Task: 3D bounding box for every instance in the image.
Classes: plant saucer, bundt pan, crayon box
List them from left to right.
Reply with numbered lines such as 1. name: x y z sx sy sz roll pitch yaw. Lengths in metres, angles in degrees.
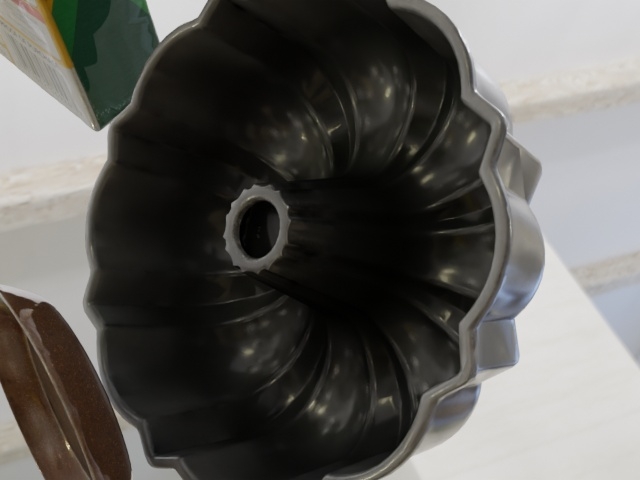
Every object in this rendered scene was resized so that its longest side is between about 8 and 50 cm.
1. crayon box: -0.233 -0.255 0.663 0.083 0.203 0.323 -40 -33 -20
2. plant saucer: -0.150 0.098 0.538 0.029 0.168 0.168 -24 -33 -30
3. bundt pan: 0.000 0.000 0.593 0.124 0.331 0.331 11 -51 -50
